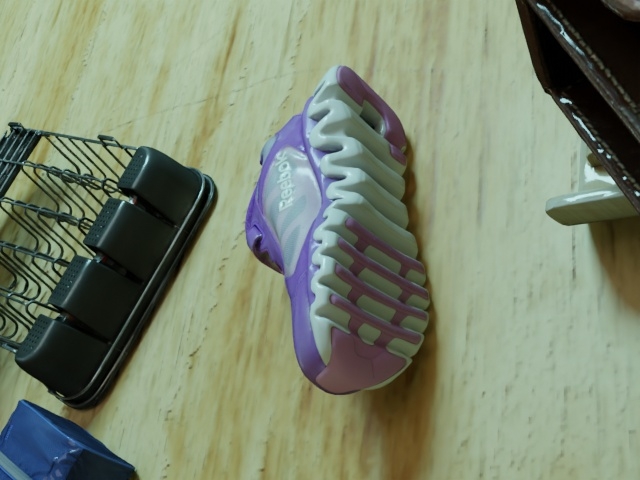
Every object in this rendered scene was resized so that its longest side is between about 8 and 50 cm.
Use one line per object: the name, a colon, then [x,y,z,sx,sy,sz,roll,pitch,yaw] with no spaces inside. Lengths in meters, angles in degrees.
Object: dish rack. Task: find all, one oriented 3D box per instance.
dish rack: [-0.233,0.002,0.788,0.272,0.074,0.208,13,68,44]

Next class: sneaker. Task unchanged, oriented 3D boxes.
sneaker: [0.000,0.000,0.602,0.105,0.095,0.236,-28,42,28]

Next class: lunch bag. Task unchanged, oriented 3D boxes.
lunch bag: [-0.178,0.159,0.637,0.098,0.067,0.065,21,76,43]

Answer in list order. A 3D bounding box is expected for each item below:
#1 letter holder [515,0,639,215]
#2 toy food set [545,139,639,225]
letter holder: [0.249,-0.112,0.347,0.302,0.152,0.214,-28,54,5]
toy food set: [0.238,-0.154,0.517,0.220,0.092,0.306,-9,57,33]
